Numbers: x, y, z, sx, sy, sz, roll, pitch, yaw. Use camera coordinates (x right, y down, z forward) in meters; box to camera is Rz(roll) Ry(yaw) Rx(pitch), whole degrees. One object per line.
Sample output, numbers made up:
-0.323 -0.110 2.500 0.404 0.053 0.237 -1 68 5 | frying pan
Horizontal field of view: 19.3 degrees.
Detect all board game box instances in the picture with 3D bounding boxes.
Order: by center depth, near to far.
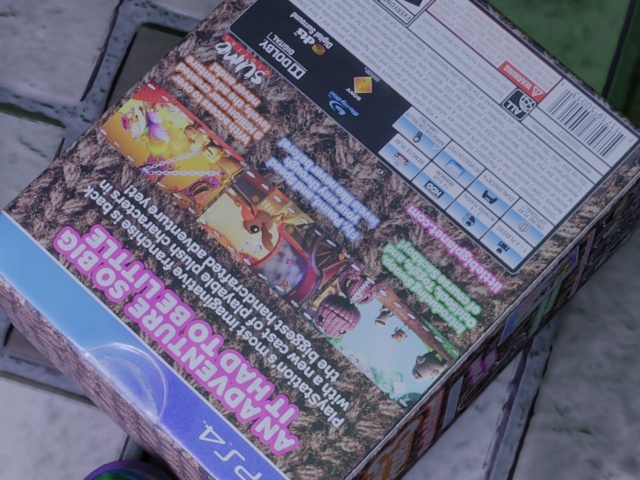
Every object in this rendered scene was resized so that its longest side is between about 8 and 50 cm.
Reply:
0.000 0.000 1.030 0.232 0.141 0.291 42 77 15 | board game box

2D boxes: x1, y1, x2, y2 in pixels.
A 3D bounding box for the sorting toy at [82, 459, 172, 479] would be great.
-0.244 0.201 0.979 0.365 0.126 0.127 -23 71 -5 | sorting toy
